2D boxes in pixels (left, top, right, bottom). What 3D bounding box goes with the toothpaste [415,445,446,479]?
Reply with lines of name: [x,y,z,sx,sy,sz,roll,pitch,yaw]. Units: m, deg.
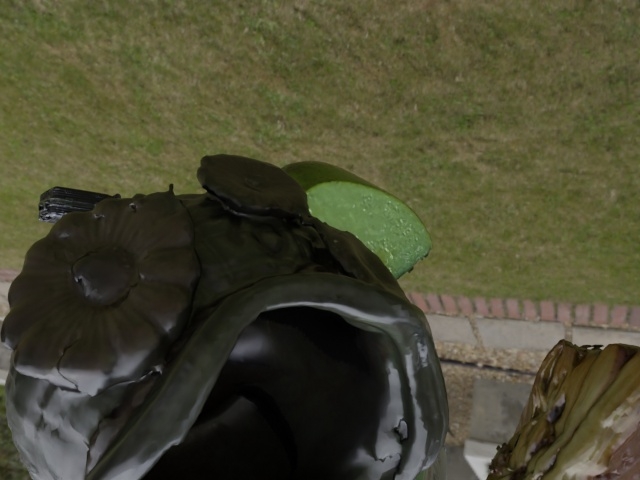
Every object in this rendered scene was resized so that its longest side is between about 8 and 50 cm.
toothpaste: [0.126,0.340,0.833,0.071,0.089,0.313,-19,-174,15]

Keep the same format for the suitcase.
suitcase: [-0.435,-0.059,1.097,0.126,0.059,0.086,9,166,-42]

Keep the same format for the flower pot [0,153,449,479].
flower pot: [-0.066,0.096,0.437,0.213,0.302,0.302,29,171,47]

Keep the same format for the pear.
pear: [0.000,0.000,0.973,0.292,0.293,0.159,30,178,-28]

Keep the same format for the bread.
bread: [0.376,0.266,0.844,0.277,0.325,0.167,20,-161,-36]
